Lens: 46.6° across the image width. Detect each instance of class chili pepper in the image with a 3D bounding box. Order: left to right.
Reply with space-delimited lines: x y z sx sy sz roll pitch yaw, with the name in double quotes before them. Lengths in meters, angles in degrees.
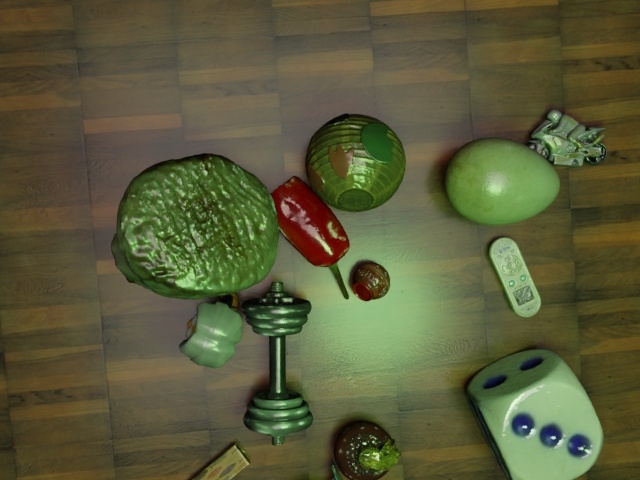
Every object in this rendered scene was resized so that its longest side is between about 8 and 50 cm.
"chili pepper" 0.001 -0.001 1.856 0.131 0.134 0.338 -37 93 17

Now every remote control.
"remote control" 0.508 0.096 1.949 0.078 0.042 0.221 -25 95 -3

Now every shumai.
"shumai" -0.324 -0.006 1.755 0.397 0.323 0.324 -8 80 -37

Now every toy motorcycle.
"toy motorcycle" 0.631 -0.265 1.927 0.225 0.073 0.152 -3 91 -2

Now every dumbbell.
"dumbbell" -0.107 0.306 1.847 0.179 0.179 0.406 0 92 -4

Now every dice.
"dice" 0.533 0.445 1.869 0.251 0.243 0.259 -25 97 -3

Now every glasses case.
"glasses case" -0.265 0.602 1.918 0.170 0.041 0.065 -39 83 -1

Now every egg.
"egg" 0.454 -0.143 1.849 0.295 0.218 0.218 7 92 -13

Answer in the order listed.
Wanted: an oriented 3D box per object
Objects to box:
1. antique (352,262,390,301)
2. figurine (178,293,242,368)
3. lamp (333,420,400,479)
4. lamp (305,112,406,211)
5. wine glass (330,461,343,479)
"antique" 0.131 0.104 1.896 0.104 0.104 0.104 0 92 -4
"figurine" -0.254 0.212 1.804 0.133 0.236 0.176 22 92 -4
"lamp" 0.113 0.543 1.893 0.157 0.135 0.156 -41 94 1
"lamp" 0.089 -0.211 1.821 0.250 0.250 0.284 8 58 -4
"wine glass" -0.037 0.670 1.906 0.222 0.103 0.103 -31 94 -4
